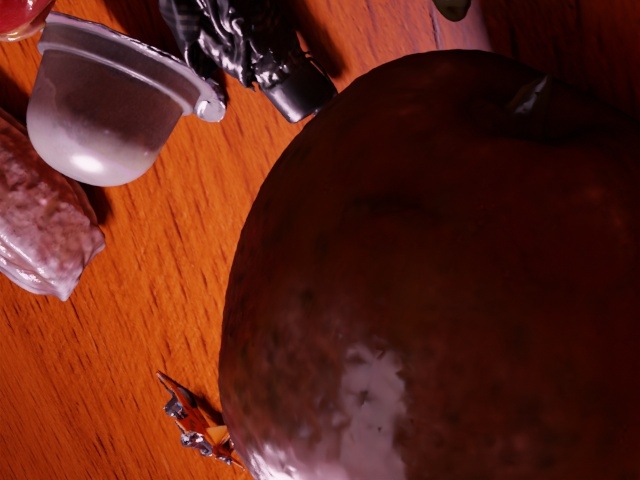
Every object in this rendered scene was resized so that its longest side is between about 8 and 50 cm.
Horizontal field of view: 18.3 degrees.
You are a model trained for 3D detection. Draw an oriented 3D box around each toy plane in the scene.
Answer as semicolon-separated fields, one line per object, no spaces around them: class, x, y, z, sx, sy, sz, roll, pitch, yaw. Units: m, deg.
toy plane;-0.176;0.247;2.701;0.188;0.062;0.135;33;-179;33

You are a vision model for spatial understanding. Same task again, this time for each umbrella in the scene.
umbrella;-0.126;-0.226;1.736;0.154;0.128;0.336;0;134;46

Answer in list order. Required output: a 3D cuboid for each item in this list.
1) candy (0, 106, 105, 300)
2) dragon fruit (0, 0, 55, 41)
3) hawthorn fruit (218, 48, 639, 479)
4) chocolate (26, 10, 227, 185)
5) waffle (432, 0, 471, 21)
candy;-0.387;-0.059;2.431;0.289;0.157;0.214;43;173;-12
dragon fruit;-0.320;-0.294;1.841;0.224;0.224;0.227;57;-177;-26
hawthorn fruit;0.123;0.041;1.478;0.403;0.403;0.403;37;156;20
chocolate;-0.209;-0.126;1.954;0.221;0.147;0.221;19;179;0
waffle;0.061;-0.269;1.432;0.214;0.054;0.208;48;161;10
